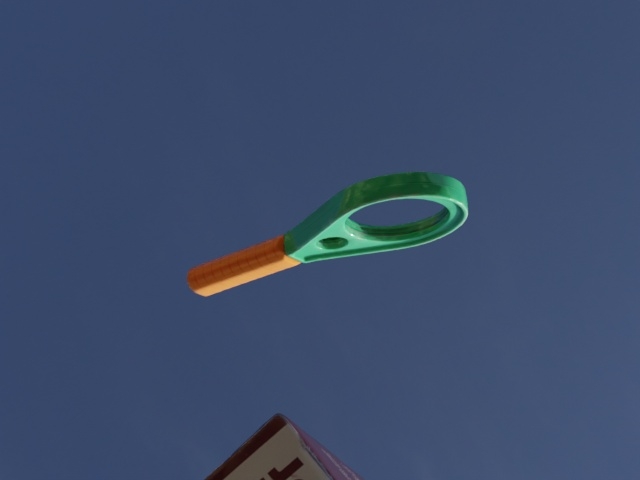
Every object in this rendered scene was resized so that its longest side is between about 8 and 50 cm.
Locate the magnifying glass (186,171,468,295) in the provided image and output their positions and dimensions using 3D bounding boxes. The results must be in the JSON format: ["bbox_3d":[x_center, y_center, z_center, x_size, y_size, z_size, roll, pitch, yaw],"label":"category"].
[{"bbox_3d":[0.000,0.000,0.884,0.231,0.092,0.026,-18,-115,30],"label":"magnifying glass"}]

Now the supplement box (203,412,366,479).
[{"bbox_3d":[0.028,0.153,0.445,0.073,0.239,0.130,-42,-113,-4],"label":"supplement box"}]
